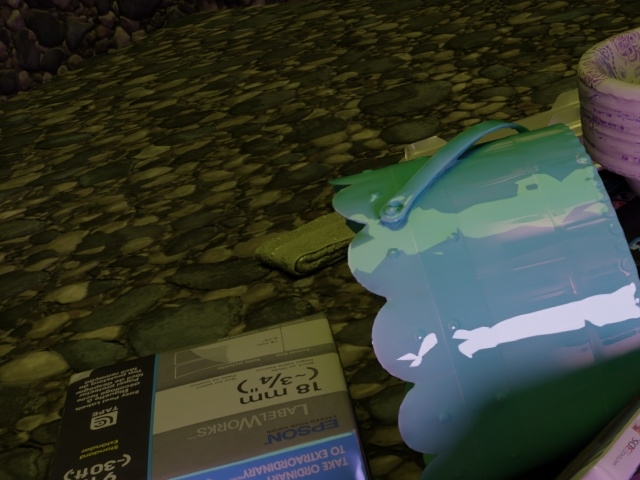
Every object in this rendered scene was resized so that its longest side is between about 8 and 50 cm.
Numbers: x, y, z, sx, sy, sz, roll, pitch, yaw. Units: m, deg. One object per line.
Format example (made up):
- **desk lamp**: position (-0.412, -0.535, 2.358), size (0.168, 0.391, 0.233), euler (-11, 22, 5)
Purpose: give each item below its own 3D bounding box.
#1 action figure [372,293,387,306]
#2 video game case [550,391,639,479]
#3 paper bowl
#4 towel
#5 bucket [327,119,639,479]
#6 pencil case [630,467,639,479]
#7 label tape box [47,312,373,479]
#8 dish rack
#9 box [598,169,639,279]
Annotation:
- **action figure**: position (0.140, 0.010, 1.242), size (0.063, 0.137, 0.232), euler (25, 29, 30)
- **video game case**: position (0.150, 0.163, 0.736), size (0.023, 0.201, 0.183), euler (45, 36, 13)
- **paper bowl**: position (0.403, -0.123, 1.166), size (0.284, 0.148, 0.284), euler (-9, 22, 4)
- **towel**: position (0.000, 0.000, 1.455), size (0.148, 0.027, 0.110), euler (-25, 23, -28)
- **bucket**: position (0.130, 0.050, 0.890), size (0.183, 0.281, 0.281), euler (-17, 21, 3)
- **pencil case**: position (0.274, 0.153, 0.774), size (0.124, 0.124, 0.284), euler (6, 27, 41)
- **label tape box**: position (-0.080, 0.191, 0.910), size (0.240, 0.106, 0.334), euler (-14, 21, -1)
- **dish rack**: position (0.215, -0.105, 1.419), size (0.332, 0.072, 0.285), euler (-18, 10, 17)
- **box**: position (0.378, -0.014, 1.212), size (0.295, 0.073, 0.293), euler (-28, 25, -33)
